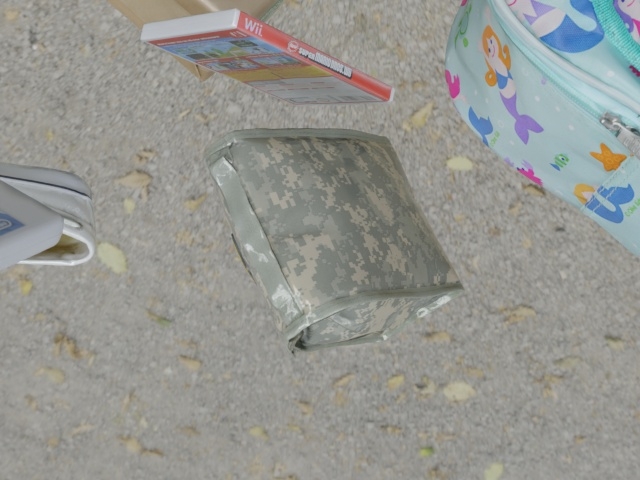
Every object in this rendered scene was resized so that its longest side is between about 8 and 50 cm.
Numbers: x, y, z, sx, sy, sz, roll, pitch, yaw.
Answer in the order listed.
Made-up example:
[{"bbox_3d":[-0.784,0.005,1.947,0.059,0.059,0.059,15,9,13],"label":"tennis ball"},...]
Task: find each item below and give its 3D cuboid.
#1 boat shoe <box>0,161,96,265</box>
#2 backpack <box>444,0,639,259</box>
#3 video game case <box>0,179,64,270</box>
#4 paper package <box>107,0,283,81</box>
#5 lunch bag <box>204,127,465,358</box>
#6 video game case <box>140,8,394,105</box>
[{"bbox_3d":[-0.446,-0.009,0.990,0.367,0.156,0.136,6,139,-37],"label":"boat shoe"},{"bbox_3d":[0.191,-0.104,0.380,0.253,0.191,0.225,36,72,18],"label":"backpack"},{"bbox_3d":[-0.415,-0.032,0.622,0.300,0.329,0.036,29,116,11],"label":"video game case"},{"bbox_3d":[-0.199,-0.495,1.423,0.309,0.325,0.168,39,144,-6],"label":"paper package"},{"bbox_3d":[0.000,0.000,0.954,0.169,0.287,0.235,-36,69,31],"label":"lunch bag"},{"bbox_3d":[-0.067,-0.235,1.104,0.285,0.204,0.025,15,85,-44],"label":"video game case"}]
